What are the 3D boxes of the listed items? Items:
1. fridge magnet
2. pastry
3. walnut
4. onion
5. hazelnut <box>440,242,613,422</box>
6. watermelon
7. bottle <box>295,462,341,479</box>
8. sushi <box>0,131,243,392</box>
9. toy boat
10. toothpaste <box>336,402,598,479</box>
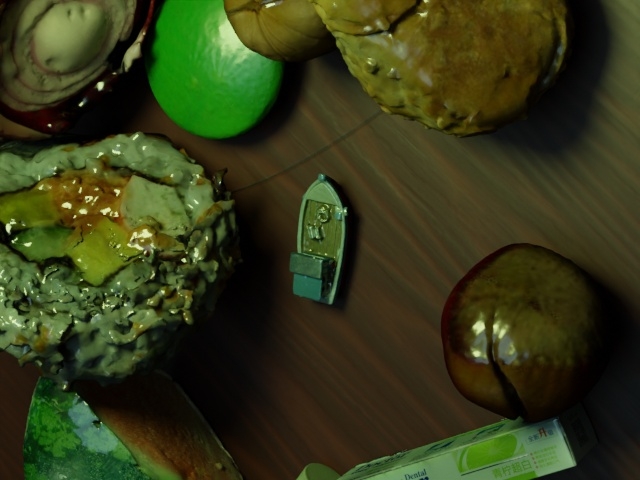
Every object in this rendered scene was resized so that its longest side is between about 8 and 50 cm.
[{"bbox_3d":[-0.131,-0.232,1.807,0.208,0.088,0.208,6,101,31],"label":"fridge magnet"},{"bbox_3d":[0.129,-0.263,1.571,0.255,0.162,0.310,-33,101,-6],"label":"pastry"},{"bbox_3d":[-0.028,-0.294,1.669,0.167,0.207,0.167,10,115,22],"label":"walnut"},{"bbox_3d":[-0.376,-0.303,1.798,0.341,0.341,0.341,5,100,30],"label":"onion"},{"bbox_3d":[0.227,0.115,1.602,0.208,0.208,0.208,5,100,30],"label":"hazelnut"},{"bbox_3d":[-0.215,0.317,1.842,0.222,0.292,0.319,15,96,32],"label":"watermelon"},{"bbox_3d":[-0.040,0.384,1.858,0.072,0.072,0.201,42,115,19],"label":"bottle"},{"bbox_3d":[-0.298,0.013,1.777,0.418,0.417,0.175,27,137,25],"label":"sushi"},{"bbox_3d":[0.000,0.000,1.781,0.069,0.059,0.172,14,105,28],"label":"toy boat"},{"bbox_3d":[0.165,0.272,1.713,0.337,0.081,0.067,-24,89,32],"label":"toothpaste"}]
